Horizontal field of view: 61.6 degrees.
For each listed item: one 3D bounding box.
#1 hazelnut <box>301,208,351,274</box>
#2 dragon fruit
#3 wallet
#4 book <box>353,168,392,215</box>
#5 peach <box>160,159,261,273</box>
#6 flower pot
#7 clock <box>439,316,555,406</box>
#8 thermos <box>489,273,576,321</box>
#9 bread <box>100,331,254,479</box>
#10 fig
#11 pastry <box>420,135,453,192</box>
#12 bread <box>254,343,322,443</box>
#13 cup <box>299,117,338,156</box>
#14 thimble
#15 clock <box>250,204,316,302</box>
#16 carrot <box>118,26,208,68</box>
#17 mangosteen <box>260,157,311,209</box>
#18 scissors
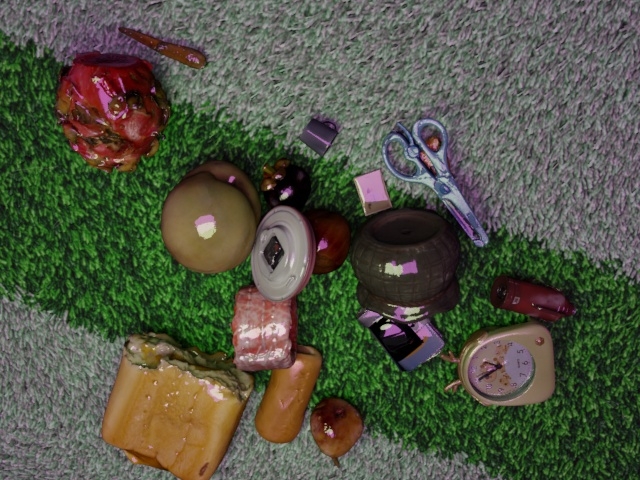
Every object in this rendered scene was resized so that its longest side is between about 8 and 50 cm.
[{"bbox_3d":[0.000,0.000,1.409,0.178,0.204,0.178,3,80,-20],"label":"hazelnut"},{"bbox_3d":[-0.507,-0.306,1.336,0.269,0.250,0.291,10,118,7],"label":"dragon fruit"},{"bbox_3d":[0.227,0.251,1.516,0.170,0.069,0.231,-37,99,14],"label":"wallet"},{"bbox_3d":[0.143,-0.131,1.463,0.077,0.014,0.111,-18,101,6],"label":"book"},{"bbox_3d":[-0.281,-0.054,1.363,0.247,0.292,0.292,25,103,-28],"label":"peach"},{"bbox_3d":[0.218,0.049,1.377,0.302,0.302,0.213,-6,118,4],"label":"flower pot"},{"bbox_3d":[0.491,0.347,1.509,0.308,0.096,0.235,-8,104,3],"label":"clock"},{"bbox_3d":[0.590,0.166,1.457,0.232,0.124,0.099,16,106,-8],"label":"thermos"},{"bbox_3d":[-0.401,0.467,1.503,0.361,0.250,0.394,21,106,0],"label":"bread"},{"bbox_3d":[0.046,0.581,1.572,0.159,0.159,0.257,-1,121,3],"label":"fig"},{"bbox_3d":[0.304,-0.201,1.421,0.080,0.056,0.140,-24,102,19],"label":"pastry"},{"bbox_3d":[-0.096,0.448,1.562,0.142,0.091,0.305,16,103,-7],"label":"bread"},{"bbox_3d":[0.001,-0.281,1.413,0.077,0.078,0.100,34,67,-1],"label":"cup"},{"bbox_3d":[-0.148,0.233,1.445,0.162,0.239,0.239,-1,102,3],"label":"thimble"},{"bbox_3d":[-0.101,0.033,1.337,0.056,0.244,0.244,8,106,-38],"label":"clock"},{"bbox_3d":[-0.411,-0.505,1.396,0.254,0.049,0.049,22,102,2],"label":"carrot"},{"bbox_3d":[-0.098,-0.148,1.404,0.137,0.137,0.151,-37,121,9],"label":"mangosteen"},{"bbox_3d":[0.311,-0.143,1.388,0.180,0.032,0.393,-34,92,27],"label":"scissors"}]
